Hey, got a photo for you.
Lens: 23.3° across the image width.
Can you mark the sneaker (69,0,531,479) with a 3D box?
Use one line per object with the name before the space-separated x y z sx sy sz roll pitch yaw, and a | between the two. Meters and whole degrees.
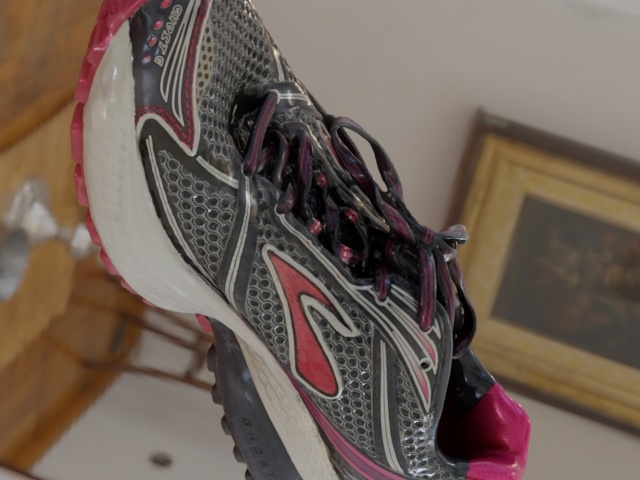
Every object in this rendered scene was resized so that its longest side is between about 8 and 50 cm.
sneaker | 0.000 0.000 0.627 0.299 0.112 0.121 61 38 -40
